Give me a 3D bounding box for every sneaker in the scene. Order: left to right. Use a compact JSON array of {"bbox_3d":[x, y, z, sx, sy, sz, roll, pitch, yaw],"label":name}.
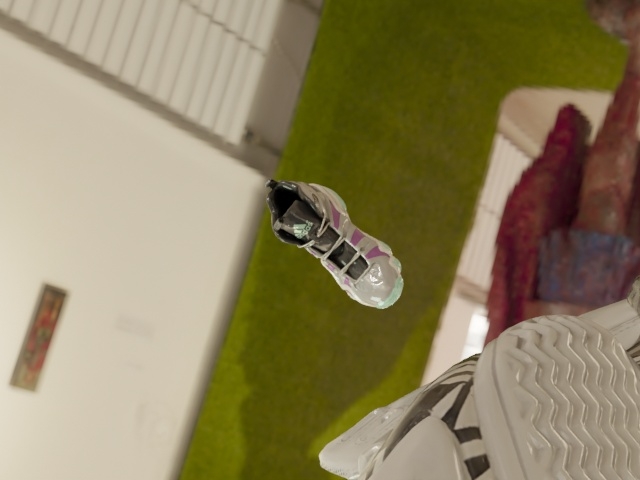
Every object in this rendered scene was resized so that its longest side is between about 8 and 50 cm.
[{"bbox_3d":[0.000,0.000,0.723,0.069,0.038,0.098,17,-156,-53],"label":"sneaker"},{"bbox_3d":[0.070,0.112,0.460,0.210,0.137,0.365,-38,170,38],"label":"sneaker"}]
